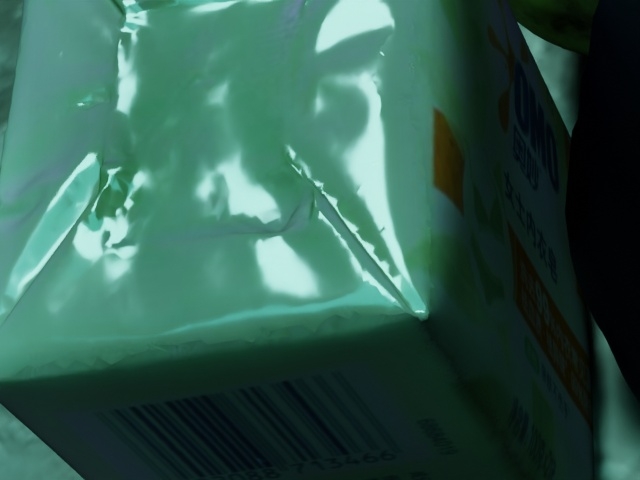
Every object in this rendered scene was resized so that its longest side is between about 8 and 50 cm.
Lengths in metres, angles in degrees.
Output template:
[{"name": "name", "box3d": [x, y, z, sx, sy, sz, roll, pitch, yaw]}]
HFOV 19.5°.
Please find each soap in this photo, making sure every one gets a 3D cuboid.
[{"name": "soap", "box3d": [0.000, 0.000, 0.595, 0.138, 0.199, 0.182, -11, 56, 18]}]

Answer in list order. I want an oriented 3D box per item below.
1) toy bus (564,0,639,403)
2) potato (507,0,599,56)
[{"name": "toy bus", "box3d": [0.212, 0.072, 0.466, 0.162, 0.171, 0.386, -12, 50, -13]}, {"name": "potato", "box3d": [0.172, -0.145, 0.647, 0.228, 0.148, 0.197, -49, 34, -19]}]
